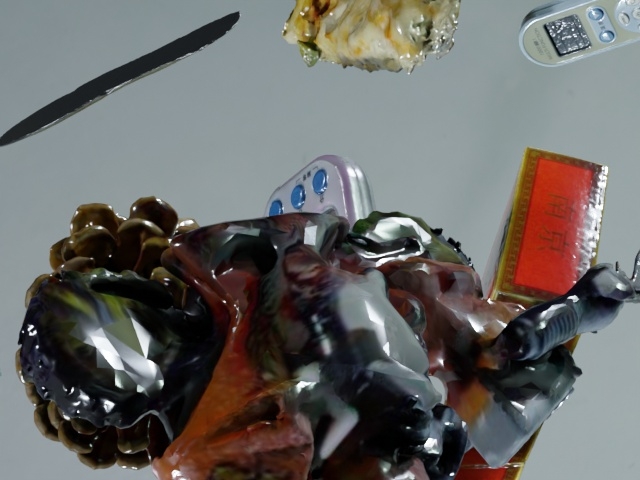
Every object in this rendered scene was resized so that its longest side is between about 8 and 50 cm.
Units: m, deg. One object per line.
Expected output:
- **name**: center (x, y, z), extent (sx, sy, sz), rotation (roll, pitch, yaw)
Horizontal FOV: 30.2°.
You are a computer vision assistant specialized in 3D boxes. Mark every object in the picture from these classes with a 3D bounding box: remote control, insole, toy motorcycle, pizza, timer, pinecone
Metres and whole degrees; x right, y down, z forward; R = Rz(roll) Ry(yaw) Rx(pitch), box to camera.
- **remote control**: center (0.368, -0.287, 1.505), extent (0.244, 0.087, 0.047), rotation (-15, 42, 29)
- **insole**: center (-0.125, -0.094, 0.711), extent (0.188, 0.004, 0.064), rotation (-20, 25, 27)
- **toy motorcycle**: center (0.054, 0.063, 0.629), extent (0.401, 0.134, 0.207), rotation (-12, 51, -41)
- **pizza**: center (0.072, -0.386, 1.646), extent (0.080, 0.392, 0.435), rotation (24, 64, -26)
- **timer**: center (0.000, 0.000, 1.527), extent (0.069, 0.208, 0.191), rotation (6, 67, -35)
- **pinecone**: center (-0.118, 0.064, 0.792), extent (0.150, 0.195, 0.179), rotation (-3, 107, 12)

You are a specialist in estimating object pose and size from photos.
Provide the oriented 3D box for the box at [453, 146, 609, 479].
- **box**: center (0.144, 0.070, 0.876), extent (0.074, 0.240, 0.153), rotation (13, 46, 2)
